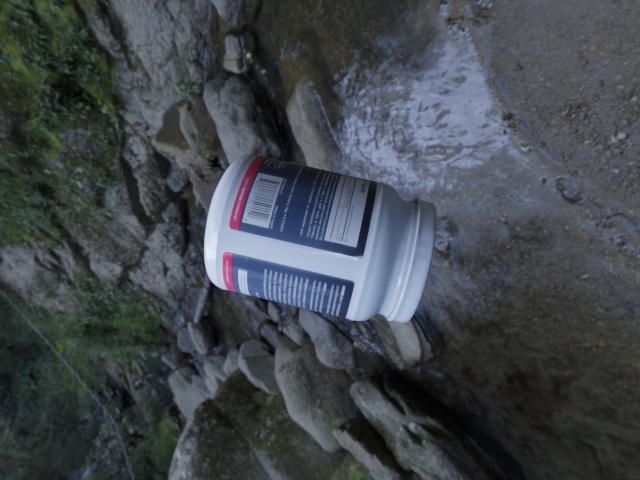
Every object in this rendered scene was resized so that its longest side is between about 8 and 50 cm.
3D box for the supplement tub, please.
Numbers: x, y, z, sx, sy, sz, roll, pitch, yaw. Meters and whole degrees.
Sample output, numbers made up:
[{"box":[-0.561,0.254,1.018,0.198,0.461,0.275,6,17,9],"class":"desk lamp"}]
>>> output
[{"box":[0.000,0.000,0.573,0.272,0.191,0.191,13,135,4],"class":"supplement tub"}]
